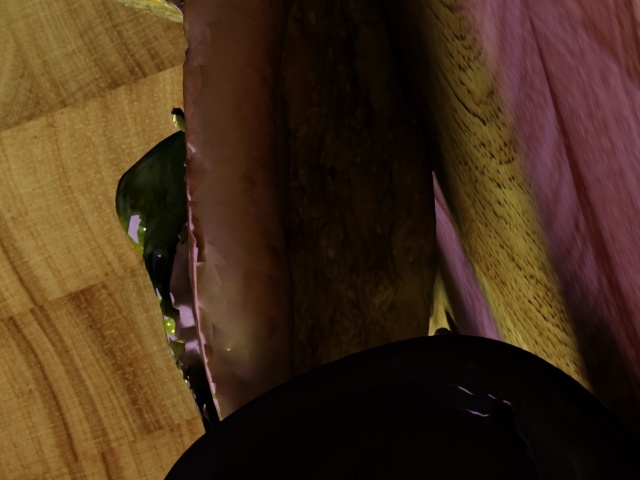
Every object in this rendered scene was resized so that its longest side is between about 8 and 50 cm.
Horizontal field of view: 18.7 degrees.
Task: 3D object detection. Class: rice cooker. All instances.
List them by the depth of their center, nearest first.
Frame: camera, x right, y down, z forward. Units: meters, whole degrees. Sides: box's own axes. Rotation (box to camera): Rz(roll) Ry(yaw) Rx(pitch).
[{"bbox_3d":[0.052,0.183,0.862,0.267,0.267,0.224,-114,7,-47],"label":"rice cooker"}]

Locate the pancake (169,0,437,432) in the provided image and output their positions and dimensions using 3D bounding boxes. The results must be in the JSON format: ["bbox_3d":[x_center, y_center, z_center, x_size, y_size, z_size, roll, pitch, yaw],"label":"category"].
[{"bbox_3d":[-0.002,0.000,1.075,0.382,0.071,0.382,-2,-90,-74],"label":"pancake"}]

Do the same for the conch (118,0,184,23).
[{"bbox_3d":[-0.057,-0.169,1.280,0.245,0.178,0.163,43,134,0],"label":"conch"}]

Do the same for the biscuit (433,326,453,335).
[{"bbox_3d":[0.113,0.121,1.455,0.147,0.018,0.071,-114,3,-53],"label":"biscuit"}]

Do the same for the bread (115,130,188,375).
[{"bbox_3d":[-0.021,0.045,1.506,0.376,0.208,0.251,78,174,-71],"label":"bread"}]
